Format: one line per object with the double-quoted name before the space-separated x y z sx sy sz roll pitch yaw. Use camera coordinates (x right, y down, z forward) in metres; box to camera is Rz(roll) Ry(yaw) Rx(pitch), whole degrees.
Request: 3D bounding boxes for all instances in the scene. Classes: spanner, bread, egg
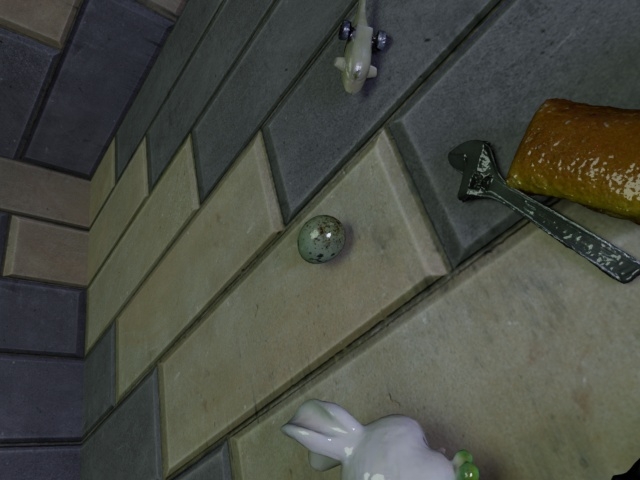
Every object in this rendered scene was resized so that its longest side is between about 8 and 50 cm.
"spanner" 0.274 -0.046 0.675 0.093 0.026 0.325 -60 41 17
"bread" 0.314 -0.088 0.569 0.172 0.103 0.132 26 89 51
"egg" 0.000 0.000 0.957 0.110 0.085 0.085 -52 41 49

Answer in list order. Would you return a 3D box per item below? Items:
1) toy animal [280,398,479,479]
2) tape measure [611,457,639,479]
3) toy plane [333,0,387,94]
"toy animal" 0.082 0.350 0.636 0.247 0.183 0.310 -11 68 14
"tape measure" 0.355 0.241 0.385 0.223 0.135 0.202 -35 42 37
"toy plane" 0.076 -0.420 1.016 0.108 0.092 0.286 155 123 -75
